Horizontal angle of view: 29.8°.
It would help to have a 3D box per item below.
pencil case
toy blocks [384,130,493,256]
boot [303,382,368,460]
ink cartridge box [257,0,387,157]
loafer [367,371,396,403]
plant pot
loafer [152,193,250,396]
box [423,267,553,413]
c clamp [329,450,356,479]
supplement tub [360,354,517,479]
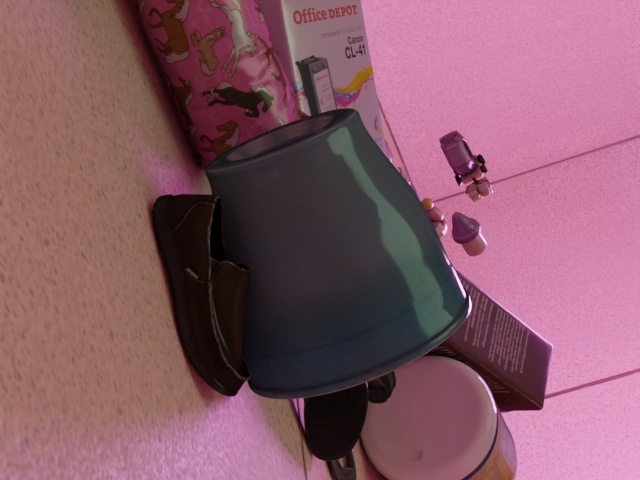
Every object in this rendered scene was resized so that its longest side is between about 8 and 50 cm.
[{"bbox_3d":[-0.135,-0.265,1.438,0.160,0.167,0.386,11,-54,57],"label":"pencil case"},{"bbox_3d":[0.129,-0.095,2.185,0.260,0.309,0.289,53,19,-34],"label":"toy blocks"},{"bbox_3d":[0.006,0.164,1.648,0.178,0.085,0.236,-136,-135,-76],"label":"boot"},{"bbox_3d":[-0.022,-0.189,1.688,0.226,0.131,0.306,-26,110,-56],"label":"ink cartridge box"},{"bbox_3d":[0.032,0.177,1.836,0.267,0.096,0.084,57,37,-37],"label":"loafer"},{"bbox_3d":[0.000,0.000,1.342,0.272,0.271,0.255,-75,145,-73],"label":"plant pot"},{"bbox_3d":[-0.108,0.050,1.230,0.080,0.078,0.220,3,70,-80],"label":"loafer"},{"bbox_3d":[0.221,0.168,2.098,0.381,0.191,0.143,38,57,-36],"label":"box"},{"bbox_3d":[0.024,0.285,1.731,0.161,0.022,0.137,48,26,-67],"label":"c clamp"},{"bbox_3d":[0.211,0.354,2.056,0.316,0.228,0.228,58,17,-56],"label":"supplement tub"}]
